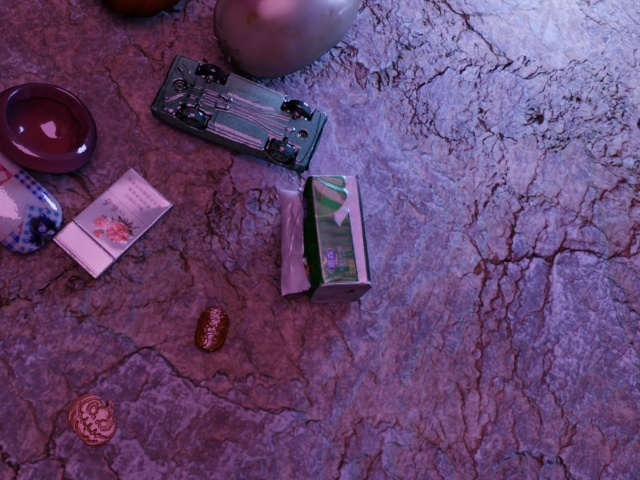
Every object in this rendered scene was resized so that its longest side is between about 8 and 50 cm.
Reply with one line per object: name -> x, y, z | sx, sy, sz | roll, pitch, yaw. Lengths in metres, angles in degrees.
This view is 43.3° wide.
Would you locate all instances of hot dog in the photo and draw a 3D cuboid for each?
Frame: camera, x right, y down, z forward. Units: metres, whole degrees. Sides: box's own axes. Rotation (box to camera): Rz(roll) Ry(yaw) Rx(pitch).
hot dog -> -0.196, 0.162, 1.460 | 0.058, 0.035, 0.083 | 16, 71, -7

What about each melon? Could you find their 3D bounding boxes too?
melon -> -0.067, -0.447, 1.572 | 0.317, 0.223, 0.223 | -38, 84, -16

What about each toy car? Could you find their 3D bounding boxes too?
toy car -> -0.153, -0.243, 1.558 | 0.320, 0.097, 0.141 | 22, 70, -3

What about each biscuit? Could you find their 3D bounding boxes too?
biscuit -> -0.388, 0.306, 1.389 | 0.078, 0.015, 0.091 | -40, 85, -19

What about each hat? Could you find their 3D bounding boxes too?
hat -> -0.507, -0.197, 1.470 | 0.205, 0.089, 0.206 | 17, 52, -23

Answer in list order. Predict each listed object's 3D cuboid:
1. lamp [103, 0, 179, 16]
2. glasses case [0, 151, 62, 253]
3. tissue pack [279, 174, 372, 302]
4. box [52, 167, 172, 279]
lamp -> -0.351, -0.546, 1.559 | 0.223, 0.196, 0.223 | -11, 111, -29
glasses case -> -0.601, -0.113, 1.416 | 0.327, 0.076, 0.125 | 45, 64, -12
tissue pack -> 0.000, 0.001, 1.489 | 0.156, 0.148, 0.209 | -2, 74, -12
box -> -0.379, -0.032, 1.486 | 0.109, 0.029, 0.198 | 42, 70, 3
